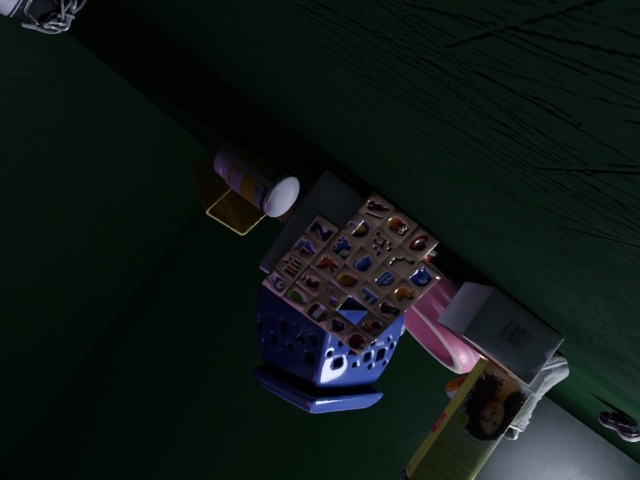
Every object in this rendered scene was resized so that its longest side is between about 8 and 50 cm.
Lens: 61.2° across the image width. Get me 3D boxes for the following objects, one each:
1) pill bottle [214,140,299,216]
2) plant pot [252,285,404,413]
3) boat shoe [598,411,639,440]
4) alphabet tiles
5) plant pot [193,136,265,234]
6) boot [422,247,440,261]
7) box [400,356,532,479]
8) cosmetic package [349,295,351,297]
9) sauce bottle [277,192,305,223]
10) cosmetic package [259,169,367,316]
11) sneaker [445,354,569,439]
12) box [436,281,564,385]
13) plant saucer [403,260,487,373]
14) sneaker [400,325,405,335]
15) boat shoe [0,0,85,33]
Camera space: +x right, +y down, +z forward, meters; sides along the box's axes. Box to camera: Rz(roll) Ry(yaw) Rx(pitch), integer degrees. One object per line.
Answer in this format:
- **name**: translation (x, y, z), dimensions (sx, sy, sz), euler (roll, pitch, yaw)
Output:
- **pill bottle**: translation (-0.164, -0.160, 1.365), dimensions (0.208, 0.119, 0.119), euler (37, 179, 25)
- **plant pot**: translation (0.006, 0.224, 1.125), dimensions (0.236, 0.212, 0.236), euler (10, 180, -43)
- **boat shoe**: translation (0.655, 0.398, 1.191), dimensions (0.046, 0.038, 0.125), euler (-5, -176, 2)
- **alphabet tiles**: translation (0.052, 0.045, 0.806), dimensions (0.198, 0.237, 0.009), euler (37, -153, -6)
- **plant pot**: translation (-0.253, -0.177, 1.612), dimensions (0.187, 0.212, 0.212), euler (50, -175, 28)
- **boot**: translation (0.133, 0.026, 0.858), dimensions (0.059, 0.085, 0.158), euler (39, 177, -8)
- **box**: translation (0.226, 0.304, 0.851), dimensions (0.087, 0.232, 0.058), euler (34, 178, 4)
- **cosmetic package**: translation (0.077, 0.168, 1.444), dimensions (0.183, 0.151, 0.151), euler (37, 176, -14)
- **sauce bottle**: translation (-0.104, -0.109, 1.723), dimensions (0.111, 0.111, 0.344), euler (38, 177, -38)
- **cosmetic package**: translation (0.000, 0.000, 1.031), dimensions (0.155, 0.197, 0.365), euler (36, 180, -5)
- **sneaker**: translation (0.343, 0.281, 0.960), dimensions (0.099, 0.262, 0.121), euler (141, 117, -63)
- **box**: translation (0.281, 0.143, 0.876), dimensions (0.130, 0.091, 0.170), euler (37, 178, 1)
- **plant saucer**: translation (0.230, 0.154, 1.124), dimensions (0.332, 0.084, 0.332), euler (48, 172, 9)
- **sneaker**: translation (0.124, 0.117, 1.291), dimensions (0.283, 0.110, 0.122), euler (64, -170, -9)
- **boat shoe**: translation (-0.444, -0.389, 0.870), dimensions (0.105, 0.113, 0.306), euler (30, -175, -29)
